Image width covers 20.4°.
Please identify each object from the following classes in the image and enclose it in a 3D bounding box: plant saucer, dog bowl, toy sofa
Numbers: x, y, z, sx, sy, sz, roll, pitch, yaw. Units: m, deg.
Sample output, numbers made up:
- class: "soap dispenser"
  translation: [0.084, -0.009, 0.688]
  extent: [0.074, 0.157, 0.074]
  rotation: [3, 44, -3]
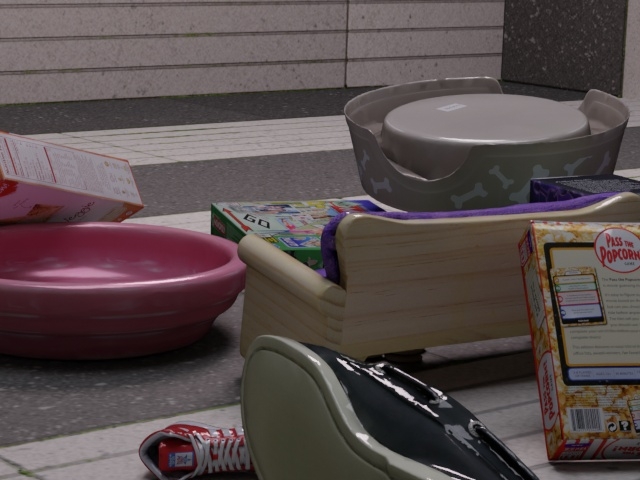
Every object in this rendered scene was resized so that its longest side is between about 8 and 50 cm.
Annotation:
- class: "plant saucer"
  translation: [-0.234, 0.049, 1.749]
  extent: [0.332, 0.084, 0.332]
  rotation: [1, 10, 0]
- class: "dog bowl"
  translation: [0.202, -0.114, 2.181]
  extent: [0.348, 0.102, 0.349]
  rotation: [-1, 17, 0]
- class: "toy sofa"
  translation: [0.115, 0.030, 1.620]
  extent: [0.362, 0.177, 0.150]
  rotation: [-6, 20, -30]

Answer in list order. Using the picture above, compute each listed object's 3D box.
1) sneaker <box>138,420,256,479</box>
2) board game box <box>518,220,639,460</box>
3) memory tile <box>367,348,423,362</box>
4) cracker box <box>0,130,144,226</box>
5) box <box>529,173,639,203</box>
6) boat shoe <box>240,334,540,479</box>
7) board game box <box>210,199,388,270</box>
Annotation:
- class: "sneaker"
  translation: [-0.076, 0.156, 1.314]
  extent: [0.118, 0.042, 0.067]
  rotation: [-2, 4, 24]
- class: "board game box"
  translation: [0.244, 0.078, 1.425]
  extent: [0.146, 0.194, 0.045]
  rotation: [1, -28, -9]
- class: "memory tile"
  translation: [0.048, 0.094, 1.746]
  extent: [0.113, 0.012, 0.148]
  rotation: [3, 10, 4]
- class: "cracker box"
  translation: [-0.324, -0.040, 1.916]
  extent: [0.155, 0.067, 0.232]
  rotation: [-31, -22, 26]
- class: "box"
  translation: [0.304, 0.023, 1.794]
  extent: [0.108, 0.153, 0.207]
  rotation: [-4, 11, -25]
- class: "boat shoe"
  translation: [0.057, 0.147, 1.166]
  extent: [0.113, 0.127, 0.340]
  rotation: [-3, 13, -28]
- class: "board game box"
  translation: [0.000, 0.000, 2.148]
  extent: [0.213, 0.046, 0.317]
  rotation: [-2, 11, -15]
